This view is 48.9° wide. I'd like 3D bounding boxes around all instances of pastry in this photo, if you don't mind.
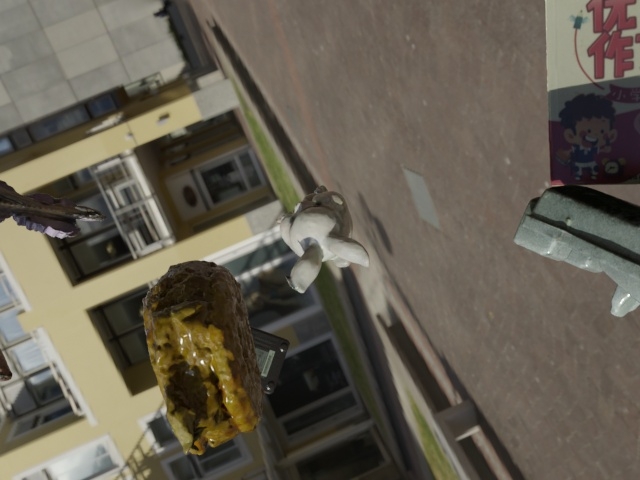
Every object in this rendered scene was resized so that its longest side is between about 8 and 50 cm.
[{"bbox_3d":[-0.144,0.143,0.909,0.235,0.132,0.240,108,145,-73],"label":"pastry"}]

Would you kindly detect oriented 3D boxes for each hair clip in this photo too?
[{"bbox_3d":[-0.476,-0.060,1.080,0.292,0.085,0.106,15,-159,-33],"label":"hair clip"}]

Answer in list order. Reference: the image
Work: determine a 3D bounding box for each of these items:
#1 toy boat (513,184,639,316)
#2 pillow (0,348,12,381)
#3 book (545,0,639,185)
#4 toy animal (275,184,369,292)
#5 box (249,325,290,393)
[{"bbox_3d":[0.304,0.041,0.558,0.141,0.092,0.319,15,-168,-37],"label":"toy boat"},{"bbox_3d":[-0.496,0.096,0.851,0.223,0.084,0.236,31,178,-33],"label":"pillow"},{"bbox_3d":[0.294,-0.166,0.658,0.022,0.162,0.232,-23,-69,-55],"label":"book"},{"bbox_3d":[-0.003,-0.006,0.639,0.124,0.071,0.085,-15,-96,-88],"label":"toy animal"},{"bbox_3d":[-0.139,0.257,1.525,0.027,0.125,0.126,-8,62,70],"label":"box"}]
